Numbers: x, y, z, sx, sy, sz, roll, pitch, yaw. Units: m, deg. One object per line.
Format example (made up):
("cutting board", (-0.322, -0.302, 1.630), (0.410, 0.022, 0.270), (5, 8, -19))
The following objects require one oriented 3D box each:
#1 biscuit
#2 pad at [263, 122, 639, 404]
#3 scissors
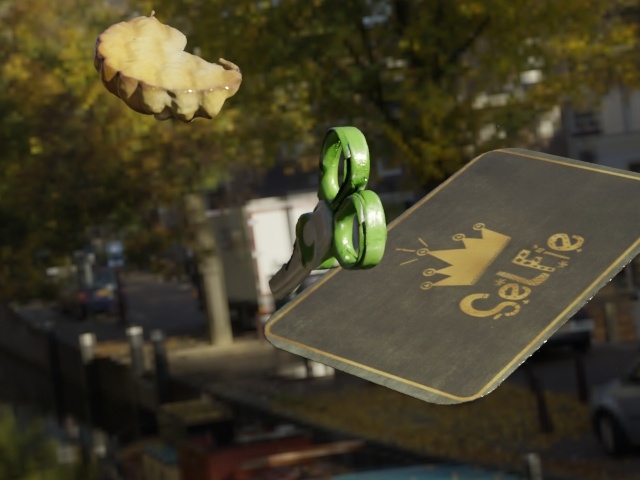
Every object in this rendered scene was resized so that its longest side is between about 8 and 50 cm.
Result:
("biscuit", (-0.172, -0.171, 1.552), (0.118, 0.061, 0.183), (-20, 43, -31))
("pad", (0.163, 0.002, 1.308), (0.315, 0.063, 0.375), (16, 42, 39))
("scissors", (0.000, 0.000, 1.090), (0.027, 0.101, 0.204), (-3, -23, -20))
